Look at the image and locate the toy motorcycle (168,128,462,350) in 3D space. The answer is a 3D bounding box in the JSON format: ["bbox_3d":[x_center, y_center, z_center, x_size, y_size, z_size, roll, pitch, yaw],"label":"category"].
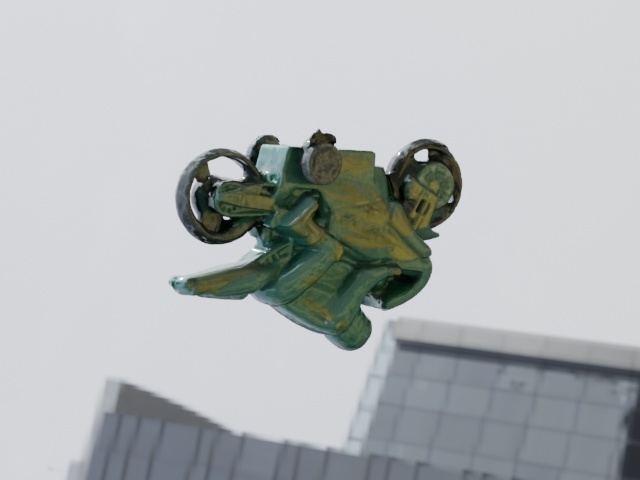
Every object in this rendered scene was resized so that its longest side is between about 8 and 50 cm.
[{"bbox_3d":[-0.002,0.000,1.378,0.296,0.109,0.198,2,-86,-32],"label":"toy motorcycle"}]
